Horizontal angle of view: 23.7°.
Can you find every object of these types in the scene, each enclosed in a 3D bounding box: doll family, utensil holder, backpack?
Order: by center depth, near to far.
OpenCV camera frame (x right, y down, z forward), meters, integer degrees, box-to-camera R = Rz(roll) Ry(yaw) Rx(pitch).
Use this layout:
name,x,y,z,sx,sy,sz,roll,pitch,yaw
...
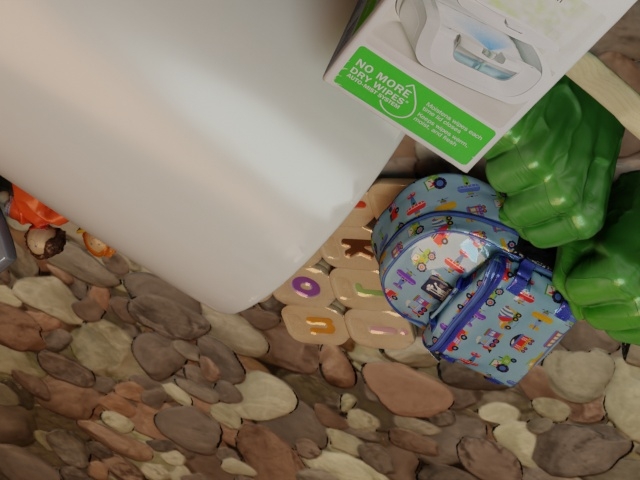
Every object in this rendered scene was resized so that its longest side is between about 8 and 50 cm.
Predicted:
name,x,y,z,sx,sy,sz,roll,pitch,yaw
utensil holder,-0.142,-0.171,1.137,0.385,0.328,0.327,36,138,-15
backpack,0.130,0.029,1.346,0.173,0.117,0.158,29,132,-14
doll family,-0.177,-0.046,1.441,0.263,0.118,0.163,4,116,29

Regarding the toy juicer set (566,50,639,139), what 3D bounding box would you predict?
name,x,y,z,sx,sy,sz,roll,pitch,yaw
toy juicer set,0.335,-0.143,1.094,0.329,0.089,0.209,-13,148,14

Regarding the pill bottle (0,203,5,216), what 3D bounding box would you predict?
name,x,y,z,sx,sy,sz,roll,pitch,yaw
pill bottle,-0.448,-0.041,1.559,0.229,0.131,0.131,21,139,4

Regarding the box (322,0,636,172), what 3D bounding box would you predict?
name,x,y,z,sx,sy,sz,roll,pitch,yaw
box,0.135,-0.221,0.999,0.126,0.262,0.231,32,137,-10

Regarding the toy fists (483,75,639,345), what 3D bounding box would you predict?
name,x,y,z,sx,sy,sz,roll,pitch,yaw
toy fists,0.223,-0.023,1.251,0.096,0.142,0.279,-18,123,36

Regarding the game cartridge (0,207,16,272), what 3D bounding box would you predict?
name,x,y,z,sx,sy,sz,roll,pitch,yaw
game cartridge,-0.435,-0.052,1.468,0.196,0.060,0.294,-39,85,2

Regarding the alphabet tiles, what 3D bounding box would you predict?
name,x,y,z,sx,sy,sz,roll,pitch,yaw
alphabet tiles,0.000,0.000,1.473,0.278,0.021,0.284,2,134,24
